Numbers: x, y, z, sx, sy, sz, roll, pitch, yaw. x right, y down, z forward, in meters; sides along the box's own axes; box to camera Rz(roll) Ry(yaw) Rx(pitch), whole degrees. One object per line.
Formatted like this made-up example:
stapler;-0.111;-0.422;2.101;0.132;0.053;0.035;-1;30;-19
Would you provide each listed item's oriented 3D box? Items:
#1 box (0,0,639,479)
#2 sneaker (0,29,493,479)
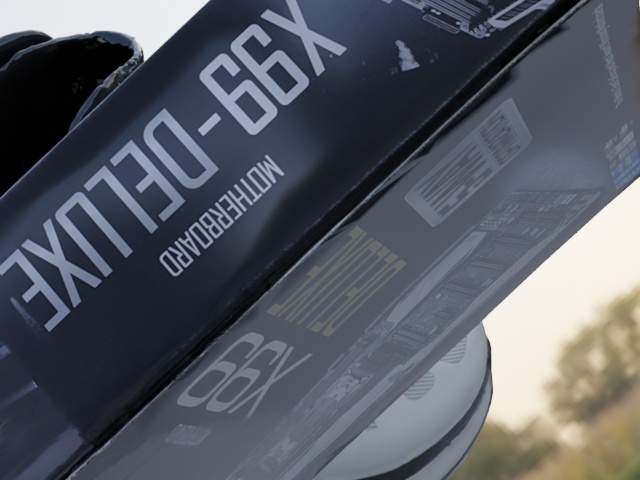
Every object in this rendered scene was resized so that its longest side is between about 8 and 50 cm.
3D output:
box;0.000;0.000;0.668;0.242;0.076;0.307;-43;-13;3
sneaker;-0.051;0.023;0.981;0.447;0.169;0.258;-14;-56;-44
